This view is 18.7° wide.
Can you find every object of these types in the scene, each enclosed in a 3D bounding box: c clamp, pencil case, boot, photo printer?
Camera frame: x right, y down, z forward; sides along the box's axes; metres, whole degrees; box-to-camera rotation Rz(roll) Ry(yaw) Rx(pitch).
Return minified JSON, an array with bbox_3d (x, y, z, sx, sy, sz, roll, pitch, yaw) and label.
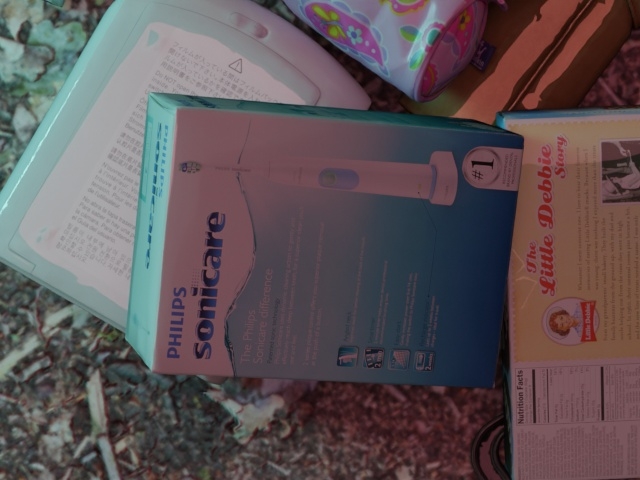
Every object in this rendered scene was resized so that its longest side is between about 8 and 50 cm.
[{"bbox_3d":[0.220,0.208,1.747,0.137,0.022,0.160,-42,91,5],"label":"c clamp"},{"bbox_3d":[0.018,-0.235,1.672,0.284,0.124,0.124,36,90,16],"label":"pencil case"},{"bbox_3d":[0.242,-0.151,1.719,0.236,0.089,0.269,40,90,11],"label":"boot"},{"bbox_3d":[-0.120,-0.066,1.705,0.256,0.107,0.307,29,90,-2],"label":"photo printer"}]

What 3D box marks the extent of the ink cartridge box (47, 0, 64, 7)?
[{"bbox_3d":[-0.253,-0.288,1.734,0.099,0.056,0.135,23,89,1],"label":"ink cartridge box"}]

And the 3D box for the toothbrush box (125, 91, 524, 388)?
[{"bbox_3d":[0.000,0.000,1.603,0.295,0.126,0.216,3,99,-17],"label":"toothbrush box"}]

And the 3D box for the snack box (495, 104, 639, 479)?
[{"bbox_3d":[0.250,0.045,1.679,0.187,0.060,0.322,-2,99,-2],"label":"snack box"}]
